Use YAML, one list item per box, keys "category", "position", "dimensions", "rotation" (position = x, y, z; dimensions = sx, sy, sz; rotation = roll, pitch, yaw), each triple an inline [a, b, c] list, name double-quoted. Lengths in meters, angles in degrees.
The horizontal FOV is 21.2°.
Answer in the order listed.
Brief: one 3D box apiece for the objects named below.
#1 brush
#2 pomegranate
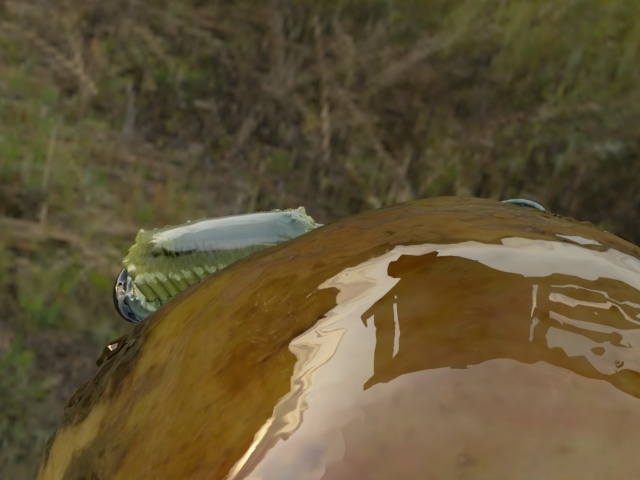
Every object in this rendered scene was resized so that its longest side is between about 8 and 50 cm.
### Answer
- category: "brush"
  position: [0.000, 0.000, 1.098]
  dimensions: [0.296, 0.060, 0.068]
  rotation: [-8, 53, 10]
- category: "pomegranate"
  position: [0.035, 0.137, 0.548]
  dimensions: [0.322, 0.322, 0.322]
  rotation: [12, 32, -7]
